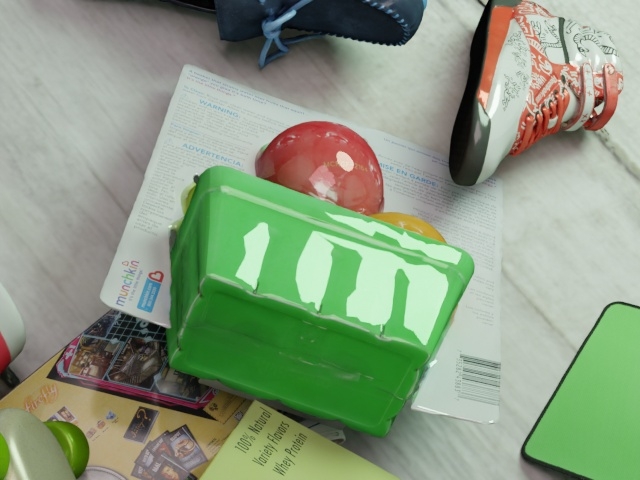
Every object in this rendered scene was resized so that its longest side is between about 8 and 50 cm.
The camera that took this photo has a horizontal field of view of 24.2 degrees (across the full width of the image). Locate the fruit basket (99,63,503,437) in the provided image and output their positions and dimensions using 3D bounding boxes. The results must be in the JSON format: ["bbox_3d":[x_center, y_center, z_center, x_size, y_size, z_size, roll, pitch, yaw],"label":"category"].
[{"bbox_3d":[0.000,0.000,1.283,0.327,0.165,0.353,19,32,-7],"label":"fruit basket"}]

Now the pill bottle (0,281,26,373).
[{"bbox_3d":[-0.391,0.129,1.135,0.176,0.176,0.318,36,63,9],"label":"pill bottle"}]

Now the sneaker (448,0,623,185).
[{"bbox_3d":[0.208,-0.131,1.394,0.145,0.090,0.270,19,41,-2],"label":"sneaker"}]

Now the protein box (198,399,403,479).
[{"bbox_3d":[-0.018,0.260,1.112,0.201,0.136,0.200,28,28,5],"label":"protein box"}]

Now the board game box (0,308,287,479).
[{"bbox_3d":[-0.151,0.144,1.246,0.165,0.042,0.243,44,65,13],"label":"board game box"}]

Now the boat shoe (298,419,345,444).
[{"bbox_3d":[-0.024,0.179,1.257,0.100,0.035,0.035,-22,66,-27],"label":"boat shoe"}]

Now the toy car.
[{"bbox_3d":[-0.268,0.225,1.109,0.188,0.155,0.149,-29,76,12],"label":"toy car"}]

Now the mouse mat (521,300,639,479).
[{"bbox_3d":[0.280,0.139,1.305,0.152,0.007,0.189,17,56,33],"label":"mouse mat"}]

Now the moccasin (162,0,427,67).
[{"bbox_3d":[-0.073,-0.233,1.421,0.342,0.138,0.117,16,65,14],"label":"moccasin"}]
